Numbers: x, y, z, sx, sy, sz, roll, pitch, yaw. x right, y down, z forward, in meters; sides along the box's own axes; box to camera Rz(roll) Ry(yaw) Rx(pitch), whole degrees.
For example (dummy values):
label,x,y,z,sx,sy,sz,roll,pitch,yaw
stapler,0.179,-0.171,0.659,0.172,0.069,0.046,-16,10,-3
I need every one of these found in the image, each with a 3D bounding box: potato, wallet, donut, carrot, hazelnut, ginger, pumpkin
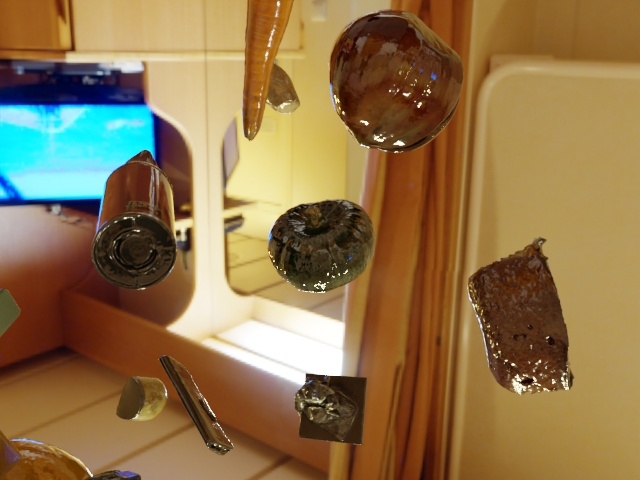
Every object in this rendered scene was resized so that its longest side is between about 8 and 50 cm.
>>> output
label,x,y,z,sx,sy,sz,roll,pitch,yaw
potato,-0.345,0.325,1.458,0.066,0.096,0.103,37,-160,35
wallet,-0.176,0.232,1.016,0.018,0.082,0.157,-38,-123,-1
donut,0.290,0.115,1.035,0.126,0.187,0.144,-16,-142,9
carrot,-0.065,-0.240,0.862,0.061,0.257,0.061,7,-149,-4
hazelnut,0.106,-0.247,1.121,0.217,0.217,0.251,8,176,23
ginger,-0.099,-0.310,1.458,0.069,0.095,0.190,-43,-146,-6
pumpkin,0.002,0.002,1.381,0.211,0.152,0.212,1,-139,-1

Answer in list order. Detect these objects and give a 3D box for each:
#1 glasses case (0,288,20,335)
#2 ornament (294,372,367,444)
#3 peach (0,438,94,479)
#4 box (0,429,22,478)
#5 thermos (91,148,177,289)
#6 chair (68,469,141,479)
label,x,y,z,sx,sy,sz,roll,pitch,yaw
glasses case,-0.742,0.191,1.588,0.039,0.078,0.184,-3,-145,21
ornament,-0.001,0.360,1.590,0.166,0.153,0.196,1,162,16
peach,-0.501,0.494,1.198,0.288,0.289,0.308,-1,-139,-9
box,-0.641,0.188,1.040,0.264,0.415,0.116,-1,-145,47
thermos,-0.275,-0.035,1.097,0.109,0.136,0.330,-16,-155,-6
chair,-0.301,0.377,0.919,0.136,0.147,0.270,-8,168,-22
